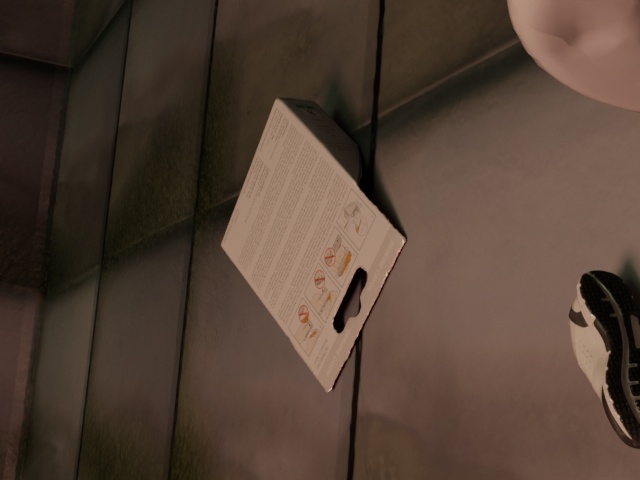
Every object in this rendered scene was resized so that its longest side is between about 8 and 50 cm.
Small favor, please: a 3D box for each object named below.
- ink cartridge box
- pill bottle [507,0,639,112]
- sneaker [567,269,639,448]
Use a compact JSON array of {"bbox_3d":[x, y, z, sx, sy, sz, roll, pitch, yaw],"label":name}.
[{"bbox_3d":[0.000,0.000,1.015,0.225,0.056,0.181,49,127,37],"label":"ink cartridge box"},{"bbox_3d":[0.181,-0.274,0.474,0.224,0.224,0.392,144,130,-58],"label":"pill bottle"},{"bbox_3d":[0.168,0.071,0.615,0.044,0.040,0.109,102,166,-50],"label":"sneaker"}]
